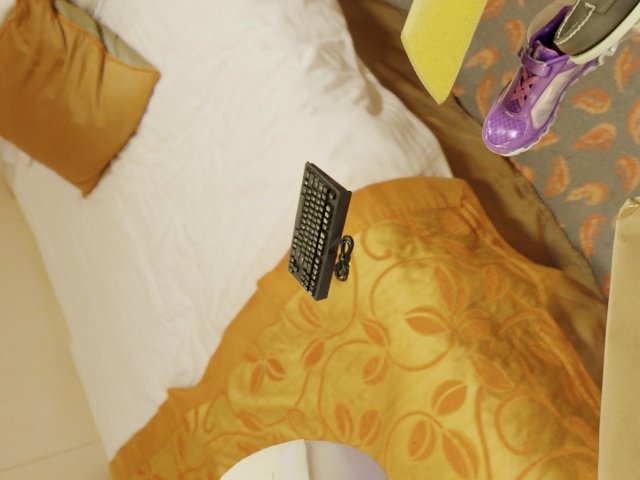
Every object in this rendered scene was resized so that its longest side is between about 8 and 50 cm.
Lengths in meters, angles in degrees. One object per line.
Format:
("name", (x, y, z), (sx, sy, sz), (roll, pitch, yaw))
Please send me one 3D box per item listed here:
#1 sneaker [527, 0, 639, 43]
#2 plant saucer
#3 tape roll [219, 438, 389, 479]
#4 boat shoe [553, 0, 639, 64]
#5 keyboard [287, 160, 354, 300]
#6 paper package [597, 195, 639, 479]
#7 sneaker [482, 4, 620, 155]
("sneaker", (0.455, -0.350, 0.957), (0.289, 0.123, 0.106), (-14, 85, 6))
("plant saucer", (0.186, -0.380, 0.823), (0.080, 0.333, 0.333), (19, 122, 0))
("tape roll", (-0.024, 0.427, 0.952), (0.100, 0.286, 0.286), (-101, 32, -59))
("boat shoe", (0.240, -0.227, 0.499), (0.228, 0.068, 0.081), (121, 171, -63))
("keyboard", (0.000, 0.000, 0.812), (0.108, 0.023, 0.180), (40, 139, 29))
("paper package", (0.356, 0.162, 0.485), (0.168, 0.310, 0.325), (-18, 125, 42))
("sneaker", (0.300, -0.225, 0.896), (0.095, 0.104, 0.236), (48, 113, 28))
